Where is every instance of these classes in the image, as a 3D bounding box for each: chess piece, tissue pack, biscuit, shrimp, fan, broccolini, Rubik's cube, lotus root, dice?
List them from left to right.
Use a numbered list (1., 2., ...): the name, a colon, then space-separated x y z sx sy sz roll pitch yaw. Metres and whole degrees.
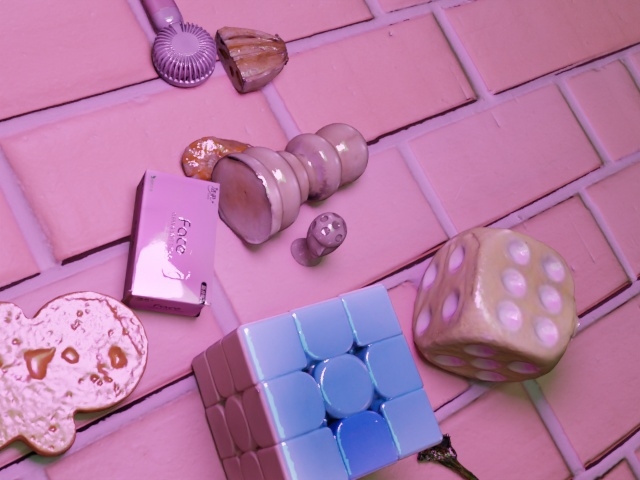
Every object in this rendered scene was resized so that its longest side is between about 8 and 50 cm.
1. biscuit: -0.461 0.215 1.332 0.355 0.052 0.275 -28 85 -32
2. tissue pack: -0.276 0.006 1.473 0.148 0.092 0.246 10 68 -21
3. fan: -0.302 -0.431 1.641 0.130 0.074 0.244 -22 76 -19
4. shrimp: -0.188 -0.159 1.611 0.190 0.042 0.101 -3 93 -27
5. lotus root: -0.140 -0.383 1.698 0.144 0.070 0.143 -14 71 -24
6. chess piece: -0.039 -0.139 1.606 0.330 0.182 0.182 -30 86 -37
7. Rubik's cube: -0.017 0.276 1.381 0.290 0.291 0.291 -13 76 -29
8. broccolini: 0.294 0.469 1.612 0.254 0.071 0.057 41 18 -14
9. dice: 0.352 0.136 1.629 0.254 0.250 0.252 21 64 -18

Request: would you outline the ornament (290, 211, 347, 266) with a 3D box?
1. ornament: 0.000 0.000 1.568 0.075 0.156 0.081 23 63 -15
